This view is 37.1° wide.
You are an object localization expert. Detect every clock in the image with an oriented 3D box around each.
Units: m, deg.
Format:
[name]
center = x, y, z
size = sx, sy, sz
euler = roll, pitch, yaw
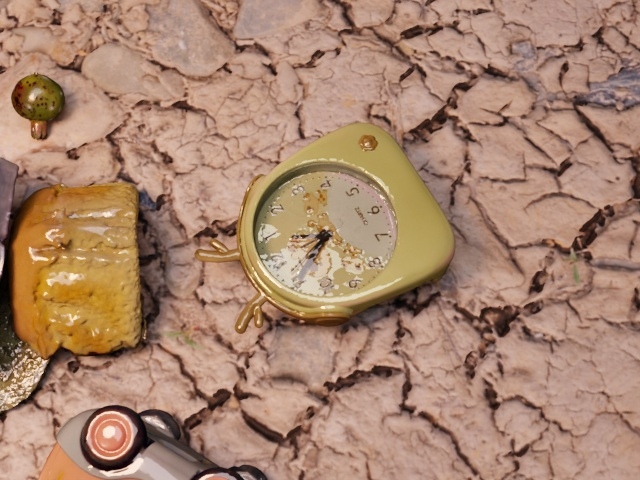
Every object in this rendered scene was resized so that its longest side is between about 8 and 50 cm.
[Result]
[clock]
center = 0.000, 0.000, 1.239
size = 0.308, 0.096, 0.235
euler = -27, 73, -11

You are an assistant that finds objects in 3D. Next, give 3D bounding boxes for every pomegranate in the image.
[pomegranate]
center = -0.395, -0.188, 1.319
size = 0.073, 0.073, 0.085
euler = 33, 96, 10

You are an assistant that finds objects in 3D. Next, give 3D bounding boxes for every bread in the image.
[bread]
center = -0.304, 0.015, 1.195
size = 0.174, 0.133, 0.252
euler = 1, 63, -9

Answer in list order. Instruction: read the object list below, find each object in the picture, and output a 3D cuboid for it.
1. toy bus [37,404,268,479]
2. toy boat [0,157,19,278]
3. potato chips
[toy bus]
center = -0.193, 0.321, 1.067
size = 0.287, 0.194, 0.232
euler = 31, 79, 9
[toy boat]
center = -0.431, 0.031, 1.174
size = 0.078, 0.127, 0.283
euler = 9, 77, -20
[potato chips]
center = -0.428, 0.113, 1.221
size = 0.202, 0.029, 0.220
euler = -30, 71, -15
